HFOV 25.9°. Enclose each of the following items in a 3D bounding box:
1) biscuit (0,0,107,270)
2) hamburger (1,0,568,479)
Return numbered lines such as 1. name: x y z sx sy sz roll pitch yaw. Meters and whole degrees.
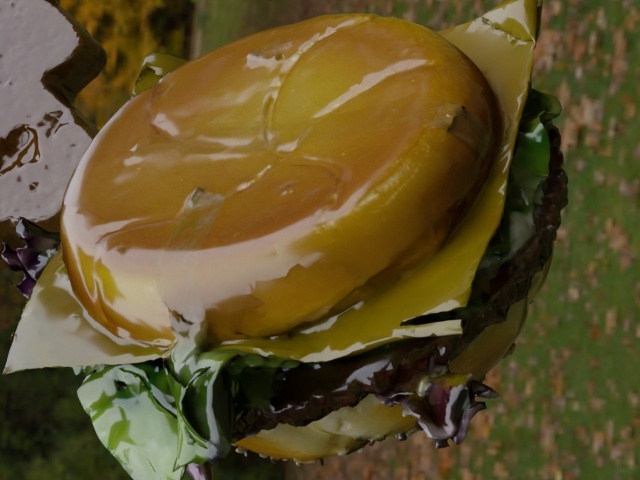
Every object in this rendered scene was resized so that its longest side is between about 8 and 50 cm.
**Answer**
1. biscuit: -0.231 -0.092 0.857 0.043 0.278 0.301 48 -136 -61
2. hamburger: -0.003 0.002 0.419 0.189 0.164 0.093 -56 -44 -38
